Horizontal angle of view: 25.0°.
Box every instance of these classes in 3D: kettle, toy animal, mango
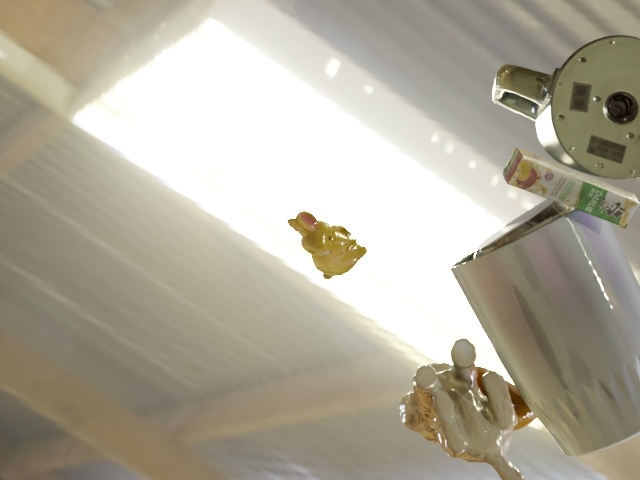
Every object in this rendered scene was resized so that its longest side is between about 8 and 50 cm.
[{"bbox_3d":[0.304,-0.154,1.713,0.210,0.160,0.243,16,-1,-2],"label":"kettle"},{"bbox_3d":[0.165,0.222,1.664,0.184,0.104,0.185,60,-19,10],"label":"toy animal"},{"bbox_3d":[0.278,0.269,2.338,0.159,0.084,0.105,28,-66,-10],"label":"mango"},{"bbox_3d":[-0.001,0.003,2.181,0.070,0.083,0.159,44,5,34],"label":"toy animal"}]

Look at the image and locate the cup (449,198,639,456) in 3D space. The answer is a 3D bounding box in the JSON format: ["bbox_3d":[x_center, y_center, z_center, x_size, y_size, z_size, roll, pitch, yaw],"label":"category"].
[{"bbox_3d":[0.382,0.128,2.234,0.253,0.253,0.372,-26,-89,57],"label":"cup"}]

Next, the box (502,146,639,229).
[{"bbox_3d":[0.365,-0.077,2.100,0.207,0.041,0.050,20,-63,-16],"label":"box"}]
